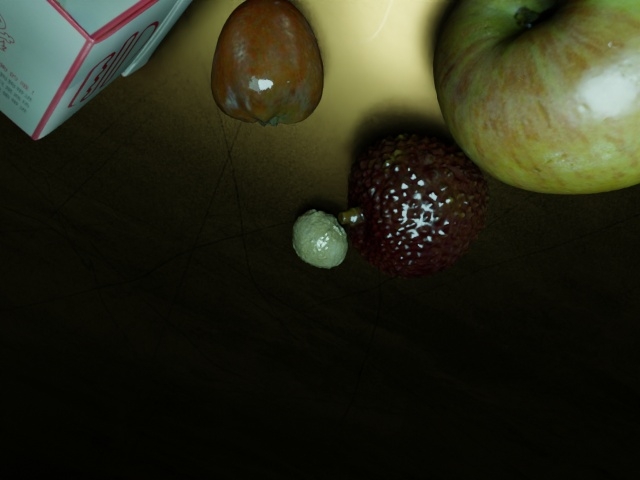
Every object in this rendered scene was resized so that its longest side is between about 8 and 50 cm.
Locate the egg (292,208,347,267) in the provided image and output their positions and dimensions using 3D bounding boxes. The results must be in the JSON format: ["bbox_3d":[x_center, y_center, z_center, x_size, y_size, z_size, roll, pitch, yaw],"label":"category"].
[{"bbox_3d":[0.000,0.000,1.065,0.116,0.118,0.140,-40,107,-21],"label":"egg"}]

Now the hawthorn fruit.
[{"bbox_3d":[-0.091,-0.322,0.837,0.199,0.199,0.252,-1,98,6],"label":"hawthorn fruit"}]

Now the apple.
[{"bbox_3d":[0.376,-0.253,0.706,0.333,0.401,0.400,20,125,-34],"label":"apple"}]

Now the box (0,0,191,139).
[{"bbox_3d":[-0.386,-0.386,0.690,0.314,0.300,0.312,46,141,-21],"label":"box"}]

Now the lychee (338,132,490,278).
[{"bbox_3d":[0.171,-0.064,0.922,0.303,0.276,0.276,-8,125,-20],"label":"lychee"}]
